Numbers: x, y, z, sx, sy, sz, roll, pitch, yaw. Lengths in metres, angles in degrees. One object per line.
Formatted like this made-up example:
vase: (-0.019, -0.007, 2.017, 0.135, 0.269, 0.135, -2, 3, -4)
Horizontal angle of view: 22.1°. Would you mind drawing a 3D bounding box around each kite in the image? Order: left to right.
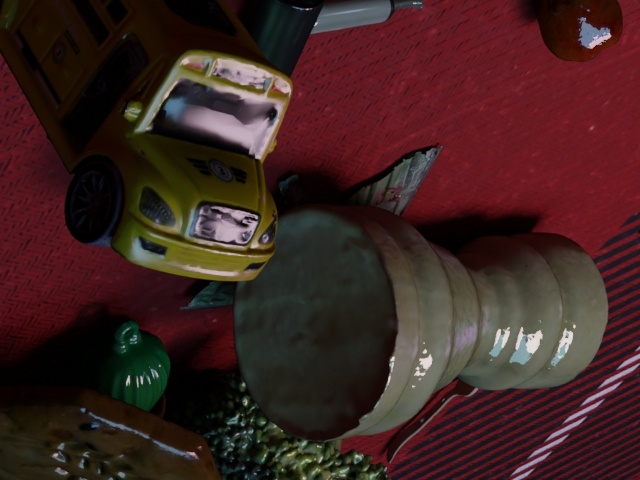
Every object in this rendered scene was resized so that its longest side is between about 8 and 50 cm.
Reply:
kite: (0.000, 0.000, 1.738, 0.323, 0.013, 0.268, -33, 149, 0)

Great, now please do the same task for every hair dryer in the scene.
hair dryer: (0.018, -0.196, 1.453, 0.198, 0.057, 0.100, -14, 146, -34)

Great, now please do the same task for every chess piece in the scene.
chess piece: (0.127, 0.084, 1.764, 0.442, 0.234, 0.234, 1, 136, -50)

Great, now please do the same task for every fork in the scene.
fork: (0.153, 0.226, 2.154, 0.028, 0.034, 0.219, 14, 128, -38)

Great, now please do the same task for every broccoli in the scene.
broccoli: (-0.006, 0.255, 1.863, 0.302, 0.249, 0.375, -33, 143, 9)

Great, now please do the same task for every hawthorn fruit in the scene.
hawthorn fruit: (0.247, -0.223, 1.583, 0.081, 0.081, 0.093, -33, 119, 3)

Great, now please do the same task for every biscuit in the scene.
biscuit: (-0.268, 0.251, 1.682, 0.359, 0.046, 0.359, 5, 142, 4)

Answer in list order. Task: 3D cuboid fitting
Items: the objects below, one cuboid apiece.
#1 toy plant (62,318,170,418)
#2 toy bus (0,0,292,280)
toy plant: (-0.221, 0.163, 1.692, 0.143, 0.105, 0.200, -29, 142, -31)
toy bus: (-0.132, -0.124, 1.161, 0.145, 0.331, 0.151, 12, 125, -47)
